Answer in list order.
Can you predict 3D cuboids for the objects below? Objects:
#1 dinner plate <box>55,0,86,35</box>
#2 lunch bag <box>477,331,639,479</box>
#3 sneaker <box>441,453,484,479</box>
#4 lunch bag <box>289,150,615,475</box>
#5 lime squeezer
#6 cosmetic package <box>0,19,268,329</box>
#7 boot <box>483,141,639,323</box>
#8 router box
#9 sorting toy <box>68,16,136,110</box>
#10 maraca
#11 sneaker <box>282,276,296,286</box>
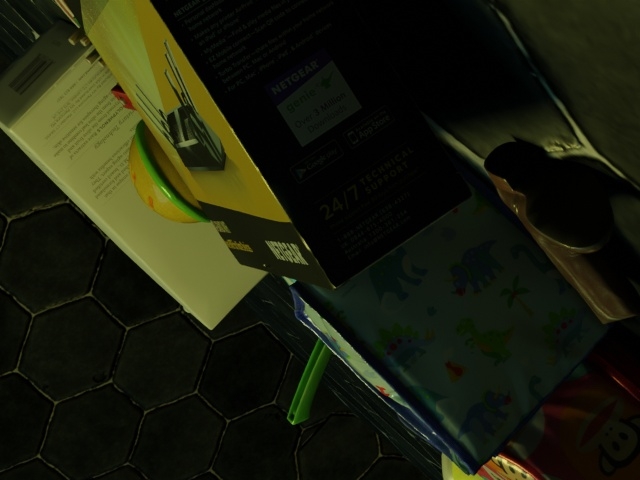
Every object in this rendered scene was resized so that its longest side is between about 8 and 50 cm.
[{"bbox_3d":[-0.231,-0.222,1.430,0.141,0.017,0.141,43,174,6],"label":"dinner plate"},{"bbox_3d":[0.139,0.120,0.964,0.293,0.120,0.258,36,170,42],"label":"lunch bag"},{"bbox_3d":[0.252,0.245,1.149,0.384,0.145,0.147,34,148,40],"label":"sneaker"},{"bbox_3d":[0.078,0.043,0.814,0.151,0.129,0.096,42,170,14],"label":"lunch bag"},{"bbox_3d":[0.000,0.000,1.156,0.059,0.110,0.310,-115,15,-64],"label":"lime squeezer"},{"bbox_3d":[-0.228,-0.079,1.689,0.365,0.155,0.197,47,173,-30],"label":"cosmetic package"},{"bbox_3d":[0.135,0.010,0.678,0.114,0.037,0.106,52,-177,-32],"label":"boot"},{"bbox_3d":[-0.057,-0.101,0.732,0.243,0.081,0.309,57,171,-6],"label":"router box"},{"bbox_3d":[-0.160,-0.159,1.186,0.132,0.046,0.274,20,153,51],"label":"sorting toy"},{"bbox_3d":[-0.155,-0.089,1.493,0.127,0.099,0.186,44,-162,-34],"label":"maraca"},{"bbox_3d":[-0.011,0.002,1.298,0.229,0.087,0.092,55,175,-28],"label":"sneaker"}]
